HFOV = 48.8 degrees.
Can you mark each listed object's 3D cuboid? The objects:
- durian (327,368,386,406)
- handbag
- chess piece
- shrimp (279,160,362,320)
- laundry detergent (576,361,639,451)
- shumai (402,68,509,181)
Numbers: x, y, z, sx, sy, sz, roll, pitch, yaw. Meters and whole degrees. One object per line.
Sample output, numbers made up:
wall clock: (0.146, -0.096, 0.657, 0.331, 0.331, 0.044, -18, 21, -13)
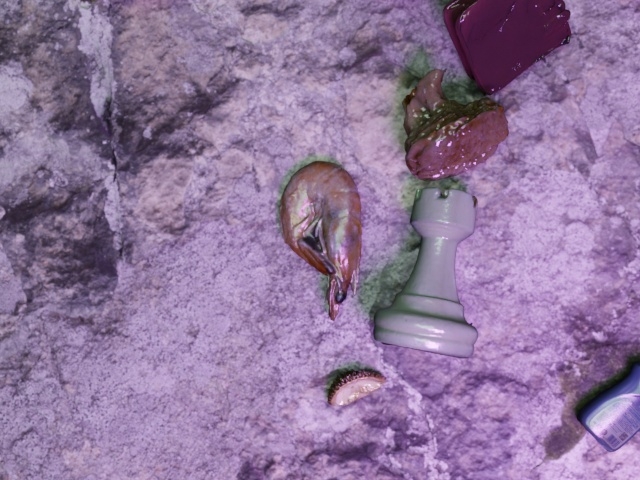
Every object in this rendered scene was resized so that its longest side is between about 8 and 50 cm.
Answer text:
durian: (0.066, 0.288, 1.394, 0.130, 0.052, 0.066, -27, 89, 8)
handbag: (0.342, -0.396, 1.275, 0.216, 0.203, 0.074, -36, 46, 6)
chess piece: (0.212, 0.058, 1.313, 0.194, 0.194, 0.299, 9, 83, 9)
shrimp: (0.000, 0.000, 1.396, 0.168, 0.077, 0.317, -1, 86, 19)
laundry detergent: (0.582, 0.295, 1.309, 0.206, 0.061, 0.097, -43, 82, 7)
shumai: (0.236, -0.222, 1.327, 0.205, 0.166, 0.176, -21, 61, -3)
